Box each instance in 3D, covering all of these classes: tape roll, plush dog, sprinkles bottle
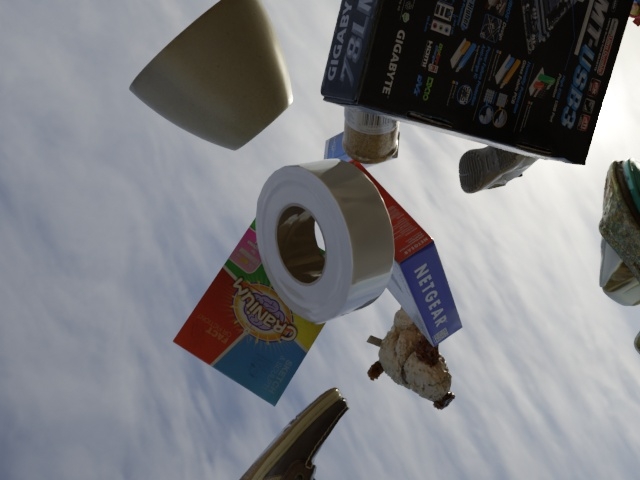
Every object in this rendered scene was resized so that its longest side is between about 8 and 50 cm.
[{"bbox_3d":[0.000,0.000,1.107,0.100,0.286,0.286,-15,-109,-38],"label":"tape roll"},{"bbox_3d":[0.256,0.333,1.633,0.210,0.225,0.263,-30,-69,-18],"label":"plush dog"},{"bbox_3d":[0.103,-0.307,1.172,0.121,0.355,0.121,0,-127,0],"label":"sprinkles bottle"}]

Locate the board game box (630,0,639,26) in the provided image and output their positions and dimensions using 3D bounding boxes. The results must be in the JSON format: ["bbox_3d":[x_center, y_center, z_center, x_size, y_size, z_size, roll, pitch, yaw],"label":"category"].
[{"bbox_3d":[0.520,-0.400,1.014,0.168,0.033,0.133,41,180,7],"label":"board game box"}]

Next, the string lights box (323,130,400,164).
[{"bbox_3d":[0.110,-0.260,1.755,0.133,0.259,0.077,6,-92,-18],"label":"string lights box"}]

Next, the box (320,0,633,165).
[{"bbox_3d":[0.169,-0.239,0.565,0.293,0.296,0.073,6,-168,-32],"label":"box"}]

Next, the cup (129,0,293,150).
[{"bbox_3d":[-0.196,-0.332,1.297,0.237,0.331,0.331,50,-140,-16],"label":"cup"}]

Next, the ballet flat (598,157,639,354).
[{"bbox_3d":[0.342,0.051,0.599,0.123,0.123,0.349,25,-146,-26],"label":"ballet flat"}]

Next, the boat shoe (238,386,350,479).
[{"bbox_3d":[-0.051,0.306,0.748,0.092,0.103,0.285,41,-116,9],"label":"boat shoe"}]

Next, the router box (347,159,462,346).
[{"bbox_3d":[0.161,0.027,1.327,0.301,0.082,0.335,53,175,43],"label":"router box"}]

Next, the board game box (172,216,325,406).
[{"bbox_3d":[-0.108,0.136,1.251,0.242,0.064,0.317,31,-104,3],"label":"board game box"}]

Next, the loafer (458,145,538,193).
[{"bbox_3d":[0.383,-0.161,1.317,0.092,0.268,0.102,-2,-95,-15],"label":"loafer"}]
